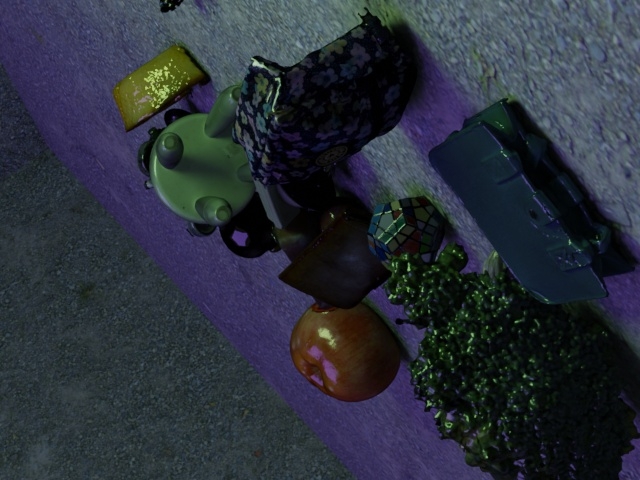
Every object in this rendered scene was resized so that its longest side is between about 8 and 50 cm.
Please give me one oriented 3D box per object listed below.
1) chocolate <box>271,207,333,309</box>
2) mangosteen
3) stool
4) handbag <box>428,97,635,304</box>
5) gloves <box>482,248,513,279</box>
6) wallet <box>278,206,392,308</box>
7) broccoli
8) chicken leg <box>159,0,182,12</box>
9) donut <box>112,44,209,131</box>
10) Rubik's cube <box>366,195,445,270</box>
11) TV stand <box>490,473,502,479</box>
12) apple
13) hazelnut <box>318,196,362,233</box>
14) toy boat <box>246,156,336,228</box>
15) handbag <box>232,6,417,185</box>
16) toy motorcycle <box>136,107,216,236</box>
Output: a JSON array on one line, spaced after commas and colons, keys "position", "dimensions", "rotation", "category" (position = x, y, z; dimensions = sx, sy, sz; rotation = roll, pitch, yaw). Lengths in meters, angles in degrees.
[{"position": [0.000, -0.001, 1.995], "dimensions": [0.261, 0.083, 0.161], "rotation": [56, -158, -52], "category": "chocolate"}, {"position": [-0.114, -0.025, 2.292], "dimensions": [0.151, 0.137, 0.137], "rotation": [20, 180, -26], "category": "mangosteen"}, {"position": [-0.171, -0.131, 2.054], "dimensions": [0.195, 0.195, 0.199], "rotation": [55, 161, -9], "category": "stool"}, {"position": [0.225, -0.036, 1.318], "dimensions": [0.229, 0.062, 0.179], "rotation": [53, 165, -4], "category": "handbag"}, {"position": [0.228, 0.039, 1.558], "dimensions": [0.044, 0.037, 0.081], "rotation": [5, 139, 19], "category": "gloves"}, {"position": [0.043, 0.031, 1.840], "dimensions": [0.137, 0.031, 0.255], "rotation": [23, 148, -16], "category": "wallet"}, {"position": [0.246, 0.202, 1.545], "dimensions": [0.397, 0.275, 0.353], "rotation": [77, 180, -64], "category": "broccoli"}, {"position": [-0.237, -0.423, 1.789], "dimensions": [0.105, 0.063, 0.234], "rotation": [34, 157, 37], "category": "chicken leg"}, {"position": [-0.304, -0.265, 2.200], "dimensions": [0.101, 0.152, 0.259], "rotation": [57, 164, -11], "category": "donut"}, {"position": [0.116, -0.010, 1.654], "dimensions": [0.111, 0.111, 0.093], "rotation": [156, 101, -75], "category": "Rubik's cube"}, {"position": [0.328, 0.326, 1.826], "dimensions": [0.082, 0.088, 0.269], "rotation": [55, 165, -7], "category": "TV stand"}, {"position": [0.041, 0.200, 2.249], "dimensions": [0.209, 0.164, 0.209], "rotation": [45, 162, 19], "category": "apple"}, {"position": [0.036, -0.028, 1.902], "dimensions": [0.086, 0.086, 0.086], "rotation": [47, 165, 17], "category": "hazelnut"}, {"position": [-0.034, -0.120, 1.774], "dimensions": [0.141, 0.141, 0.269], "rotation": [46, 163, 19], "category": "toy boat"}, {"position": [0.008, -0.157, 1.416], "dimensions": [0.126, 0.208, 0.228], "rotation": [63, 163, 17], "category": "handbag"}, {"position": [-0.241, -0.134, 2.392], "dimensions": [0.205, 0.127, 0.275], "rotation": [-6, 134, 40], "category": "toy motorcycle"}]
